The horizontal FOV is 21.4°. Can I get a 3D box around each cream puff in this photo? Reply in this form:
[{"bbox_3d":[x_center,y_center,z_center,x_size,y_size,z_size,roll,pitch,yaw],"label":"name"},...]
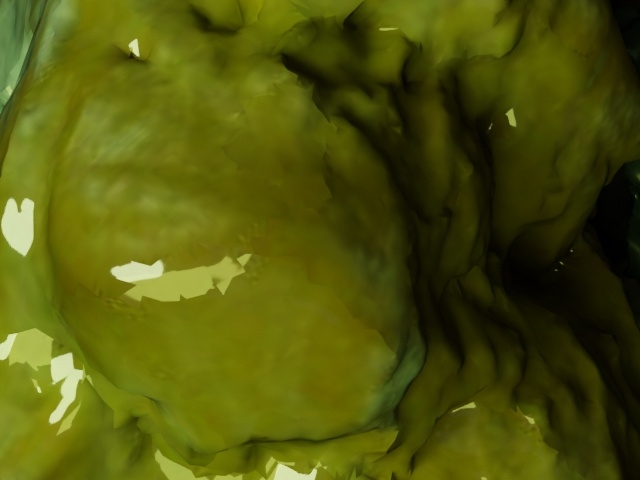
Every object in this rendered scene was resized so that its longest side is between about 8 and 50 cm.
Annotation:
[{"bbox_3d":[0.000,-0.007,0.560,0.270,0.323,0.274,23,100,-24],"label":"cream puff"}]

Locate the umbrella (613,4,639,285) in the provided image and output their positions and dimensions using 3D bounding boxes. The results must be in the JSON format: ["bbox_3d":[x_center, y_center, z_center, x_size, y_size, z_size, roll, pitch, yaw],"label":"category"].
[{"bbox_3d":[0.250,-0.057,0.518,0.349,0.094,0.143,-19,109,25],"label":"umbrella"}]
